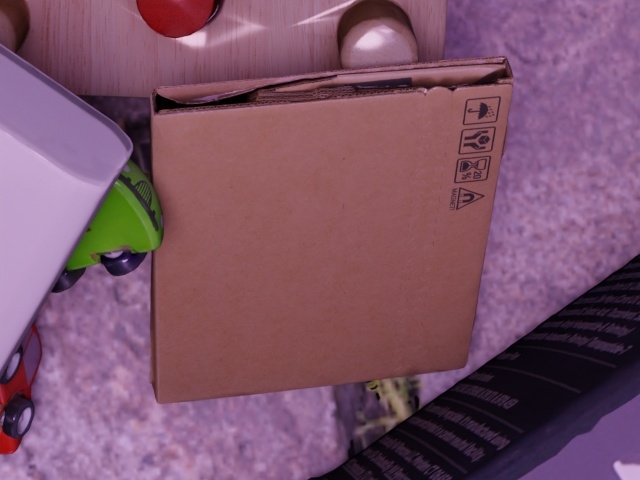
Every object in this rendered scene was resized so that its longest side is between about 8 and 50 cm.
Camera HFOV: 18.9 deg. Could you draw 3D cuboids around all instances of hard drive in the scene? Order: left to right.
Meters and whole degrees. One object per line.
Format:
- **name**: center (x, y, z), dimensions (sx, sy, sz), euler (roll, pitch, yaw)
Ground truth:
- **hard drive**: center (-0.225, -0.002, 0.871), dimensions (0.203, 0.307, 0.040), euler (34, 47, -3)

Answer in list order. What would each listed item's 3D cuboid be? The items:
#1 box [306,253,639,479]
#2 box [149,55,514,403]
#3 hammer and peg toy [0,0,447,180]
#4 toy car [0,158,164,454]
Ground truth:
- **box**: center (0.301, 0.203, 0.896), dimensions (0.471, 0.297, 0.480), euler (-35, 92, -6)
- **box**: center (0.000, 0.000, 0.912), dimensions (0.164, 0.201, 0.021), euler (-6, 48, -10)
- **hammer and peg toy**: center (-0.071, -0.137, 0.901), dimensions (0.266, 0.127, 0.361), euler (3, 109, -2)
- **toy car**: center (-0.154, -0.006, 0.900), dimensions (0.239, 0.225, 0.053), euler (55, 43, -25)
